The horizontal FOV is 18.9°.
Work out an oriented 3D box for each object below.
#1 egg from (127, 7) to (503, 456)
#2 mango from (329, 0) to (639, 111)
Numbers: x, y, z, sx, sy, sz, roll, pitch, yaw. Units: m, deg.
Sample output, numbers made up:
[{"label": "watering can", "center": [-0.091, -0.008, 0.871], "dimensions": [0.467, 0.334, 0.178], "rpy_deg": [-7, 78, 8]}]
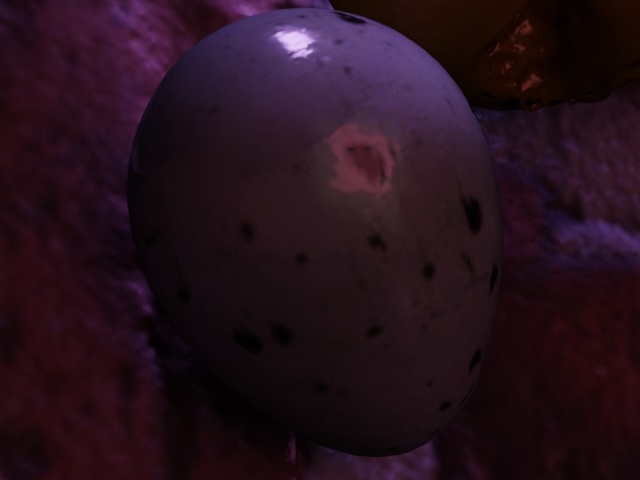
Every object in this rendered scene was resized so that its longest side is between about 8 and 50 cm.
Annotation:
[{"label": "egg", "center": [0.000, 0.000, 0.672], "dimensions": [0.131, 0.131, 0.164], "rpy_deg": [-28, 113, -39]}, {"label": "mango", "center": [0.112, -0.141, 0.799], "dimensions": [0.262, 0.130, 0.167], "rpy_deg": [-36, 89, -34]}]
